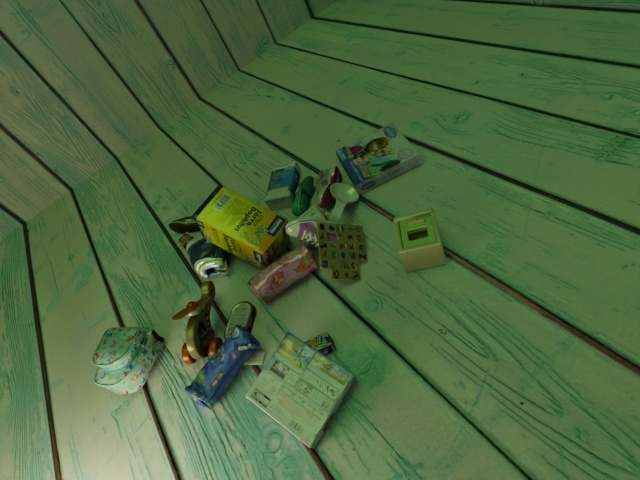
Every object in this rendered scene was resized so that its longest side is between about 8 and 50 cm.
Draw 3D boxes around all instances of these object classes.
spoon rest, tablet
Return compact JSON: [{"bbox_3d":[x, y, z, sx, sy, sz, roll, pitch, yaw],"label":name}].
[{"bbox_3d":[0.092,-0.169,1.795,0.137,0.084,0.276,21,44,-2],"label":"spoon rest"},{"bbox_3d":[-0.245,0.432,1.522,0.083,0.006,0.054,-6,49,22],"label":"tablet"}]

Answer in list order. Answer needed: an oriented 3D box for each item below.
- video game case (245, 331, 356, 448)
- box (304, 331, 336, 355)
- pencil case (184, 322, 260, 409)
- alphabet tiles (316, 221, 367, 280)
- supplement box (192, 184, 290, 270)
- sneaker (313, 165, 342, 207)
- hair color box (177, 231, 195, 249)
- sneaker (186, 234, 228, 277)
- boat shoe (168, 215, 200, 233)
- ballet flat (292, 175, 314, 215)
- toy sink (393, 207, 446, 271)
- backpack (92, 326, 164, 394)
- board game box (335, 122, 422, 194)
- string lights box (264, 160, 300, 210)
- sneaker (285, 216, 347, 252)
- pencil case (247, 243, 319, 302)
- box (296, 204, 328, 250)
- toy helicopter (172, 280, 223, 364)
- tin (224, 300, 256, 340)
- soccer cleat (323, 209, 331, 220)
[{"bbox_3d":[-0.063,0.465,1.309,0.269,0.061,0.244,27,74,27],"label":"video game case"},{"bbox_3d":[-0.035,0.381,1.421,0.169,0.059,0.054,-27,46,3],"label":"box"},{"bbox_3d":[-0.341,0.446,1.469,0.306,0.119,0.133,-52,21,-17],"label":"pencil case"},{"bbox_3d":[0.088,0.042,1.602,0.198,0.009,0.237,4,64,-18],"label":"alphabet tiles"},{"bbox_3d":[-0.331,-0.050,1.773,0.356,0.194,0.195,27,64,14],"label":"supplement box"},{"bbox_3d":[0.020,-0.242,1.931,0.111,0.103,0.252,-7,42,28],"label":"sneaker"},{"bbox_3d":[-0.657,0.017,2.078,0.072,0.043,0.141,-46,46,-15],"label":"hair color box"},{"bbox_3d":[-0.439,0.046,1.903,0.322,0.130,0.236,-30,59,-15],"label":"sneaker"},{"bbox_3d":[-0.689,-0.090,2.171,0.223,0.080,0.073,-4,44,18],"label":"boat shoe"},{"bbox_3d":[-0.091,-0.213,1.970,0.087,0.083,0.247,-18,42,32],"label":"ballet flat"},{"bbox_3d":[0.361,-0.024,1.528,0.152,0.131,0.234,-13,46,16],"label":"toy sink"},{"bbox_3d":[-0.775,0.471,1.643,0.225,0.191,0.254,-6,54,22],"label":"backpack"},{"bbox_3d":[0.266,-0.395,1.954,0.318,0.066,0.319,-27,44,3],"label":"board game box"},{"bbox_3d":[-0.186,-0.279,2.076,0.133,0.077,0.260,-9,48,19],"label":"string lights box"},{"bbox_3d":[0.001,-0.001,1.642,0.282,0.102,0.161,6,53,-13],"label":"sneaker"},{"bbox_3d":[-0.148,0.135,1.661,0.284,0.124,0.124,-35,44,-4],"label":"pencil case"},{"bbox_3d":[-0.037,-0.059,1.815,0.145,0.038,0.186,-39,43,5],"label":"box"},{"bbox_3d":[-0.467,0.286,1.608,0.140,0.235,0.355,-11,41,6],"label":"toy helicopter"},{"bbox_3d":[-0.319,0.326,1.635,0.106,0.040,0.190,-11,47,24],"label":"tin"},{"bbox_3d":[0.037,-0.108,1.846,0.035,0.029,0.083,-16,48,1],"label":"soccer cleat"}]
